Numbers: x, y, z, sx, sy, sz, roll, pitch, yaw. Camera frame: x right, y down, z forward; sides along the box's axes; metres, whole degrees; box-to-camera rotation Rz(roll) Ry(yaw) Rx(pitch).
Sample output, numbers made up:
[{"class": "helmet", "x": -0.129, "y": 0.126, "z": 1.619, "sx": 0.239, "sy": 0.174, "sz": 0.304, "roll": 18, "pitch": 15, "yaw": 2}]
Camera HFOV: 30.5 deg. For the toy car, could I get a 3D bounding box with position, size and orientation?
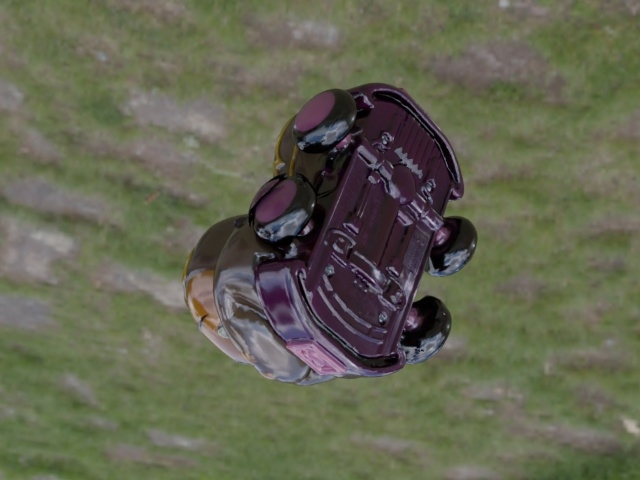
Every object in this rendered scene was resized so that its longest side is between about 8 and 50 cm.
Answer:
[{"class": "toy car", "x": 0.000, "y": 0.000, "z": 1.304, "sx": 0.240, "sy": 0.341, "sz": 0.271, "roll": -8, "pitch": 138, "yaw": 45}]
